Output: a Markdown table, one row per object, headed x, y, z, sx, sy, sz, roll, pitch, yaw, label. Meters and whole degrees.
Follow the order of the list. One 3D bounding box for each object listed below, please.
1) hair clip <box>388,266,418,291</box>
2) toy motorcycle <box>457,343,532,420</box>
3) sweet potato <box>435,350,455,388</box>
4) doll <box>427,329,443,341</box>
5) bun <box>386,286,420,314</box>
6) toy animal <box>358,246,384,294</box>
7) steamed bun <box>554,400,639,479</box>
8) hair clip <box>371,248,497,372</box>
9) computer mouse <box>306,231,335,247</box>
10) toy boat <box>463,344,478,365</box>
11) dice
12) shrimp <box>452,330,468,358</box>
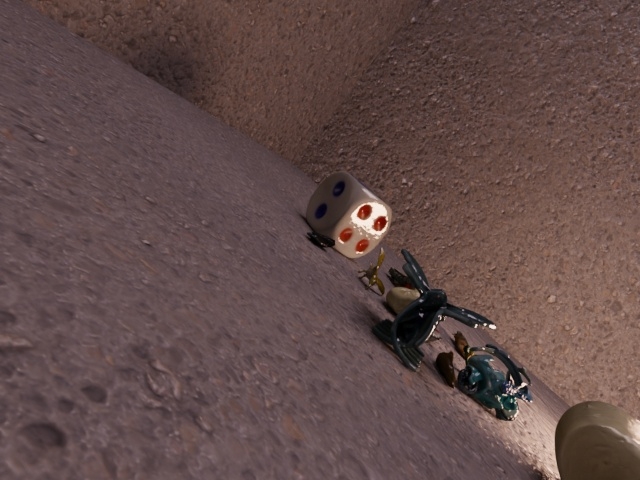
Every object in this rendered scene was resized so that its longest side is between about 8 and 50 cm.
| x | y | z | sx | sy | sz | roll | pitch | yaw | label |
| --- | --- | --- | --- | --- | --- | --- | --- | --- | --- |
| 0.436 | 0.222 | 2.557 | 0.138 | 0.091 | 0.321 | 28 | 0 | -14 | hair clip |
| 0.587 | 0.472 | 1.675 | 0.260 | 0.206 | 0.154 | 38 | -27 | -7 | toy motorcycle |
| 0.417 | 0.417 | 1.652 | 0.069 | 0.059 | 0.249 | 52 | 14 | -1 | sweet potato |
| 0.426 | 0.360 | 1.944 | 0.104 | 0.062 | 0.194 | 54 | 5 | 14 | doll |
| 0.353 | 0.264 | 1.949 | 0.222 | 0.128 | 0.222 | 9 | 9 | -1 | bun |
| 0.200 | 0.151 | 2.013 | 0.095 | 0.155 | 0.219 | 16 | -51 | 38 | toy animal |
| 0.842 | 0.682 | 1.347 | 0.456 | 0.290 | 0.371 | 41 | 15 | 22 | steamed bun |
| 0.316 | 0.238 | 1.538 | 0.392 | 0.238 | 0.318 | 41 | 10 | 13 | hair clip |
| 0.000 | 0.000 | 2.029 | 0.134 | 0.047 | 0.079 | 21 | 5 | -27 | computer mouse |
| 0.594 | 0.493 | 1.823 | 0.230 | 0.088 | 0.088 | 58 | -5 | 29 | toy boat |
| 0.130 | -0.123 | 2.315 | 0.276 | 0.304 | 0.304 | 33 | 11 | -35 | dice |
| 0.679 | 0.505 | 2.273 | 0.169 | 0.058 | 0.296 | 46 | 13 | -2 | shrimp |
